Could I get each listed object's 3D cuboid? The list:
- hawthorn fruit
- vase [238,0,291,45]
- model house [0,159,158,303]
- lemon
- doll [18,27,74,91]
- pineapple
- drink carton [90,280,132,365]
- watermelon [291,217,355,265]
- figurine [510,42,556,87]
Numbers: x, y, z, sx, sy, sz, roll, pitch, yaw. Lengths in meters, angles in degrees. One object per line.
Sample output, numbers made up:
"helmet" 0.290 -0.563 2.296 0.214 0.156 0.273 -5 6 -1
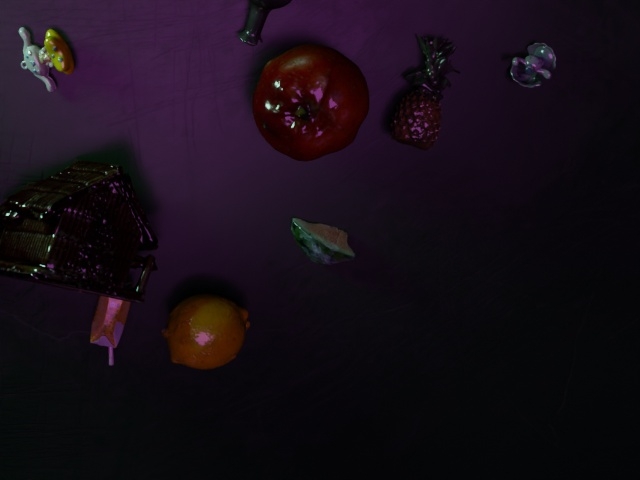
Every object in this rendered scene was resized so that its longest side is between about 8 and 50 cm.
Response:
"hawthorn fruit" -0.016 -0.277 1.866 0.254 0.300 0.254 -2 109 -5
"vase" -0.122 -0.496 1.881 0.120 0.120 0.183 14 120 -13
"model house" -0.527 -0.034 1.937 0.297 0.317 0.283 19 80 -47
"lemon" -0.259 0.206 2.064 0.206 0.173 0.174 -18 111 -13
"doll" -0.576 -0.389 1.872 0.113 0.071 0.135 -39 105 25
"pineapple" 0.238 -0.331 2.001 0.125 0.125 0.251 14 96 -13
"drink carton" -0.487 0.189 2.068 0.074 0.084 0.200 15 101 -17
"watermelon" -0.006 0.005 2.103 0.155 0.080 0.101 24 139 -18
"figurine" 0.479 -0.389 2.022 0.086 0.094 0.082 -34 154 -26
